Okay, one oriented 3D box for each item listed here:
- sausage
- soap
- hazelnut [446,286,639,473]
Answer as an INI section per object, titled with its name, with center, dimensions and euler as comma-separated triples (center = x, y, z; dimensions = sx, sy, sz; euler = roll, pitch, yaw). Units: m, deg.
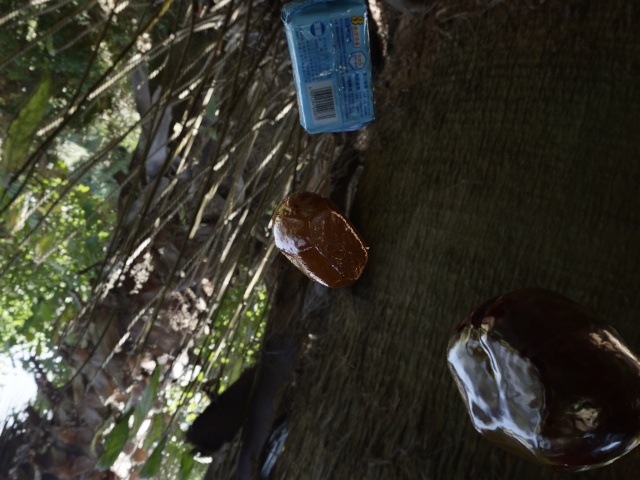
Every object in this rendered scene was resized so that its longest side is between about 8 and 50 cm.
[sausage]
center = -0.001, 0.000, 0.984
dimensions = 0.140, 0.153, 0.268
euler = 12, 155, 44
[soap]
center = 0.021, -0.325, 0.859
dimensions = 0.155, 0.077, 0.293
euler = -9, 137, 1
[hazelnut]
center = 0.282, 0.173, 0.578
dimensions = 0.217, 0.218, 0.234
euler = 24, -160, -40
